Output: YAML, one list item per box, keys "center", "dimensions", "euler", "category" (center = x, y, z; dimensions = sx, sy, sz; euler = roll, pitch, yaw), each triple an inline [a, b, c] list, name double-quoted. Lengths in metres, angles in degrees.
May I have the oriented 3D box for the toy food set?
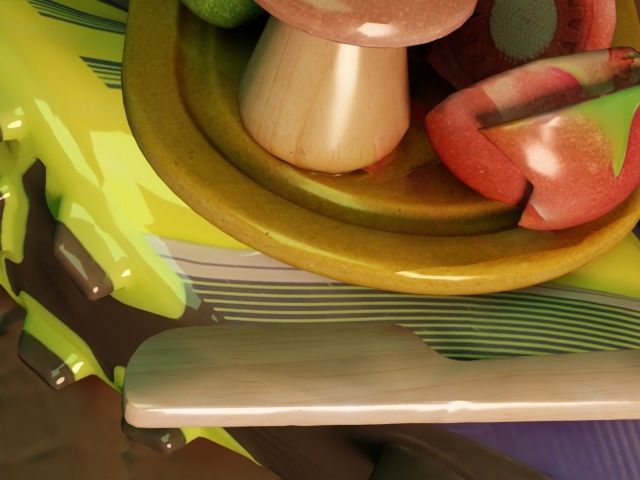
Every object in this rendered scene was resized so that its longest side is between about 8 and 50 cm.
- center: [0.022, -0.059, 0.405]
  dimensions: [0.128, 0.071, 0.218]
  euler: [5, 43, -7]
  category: "toy food set"

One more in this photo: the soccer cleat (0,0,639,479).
- center: [0.000, 0.001, 0.455]
  dimensions: [0.289, 0.093, 0.121]
  euler: [36, 57, 23]
  category: "soccer cleat"
